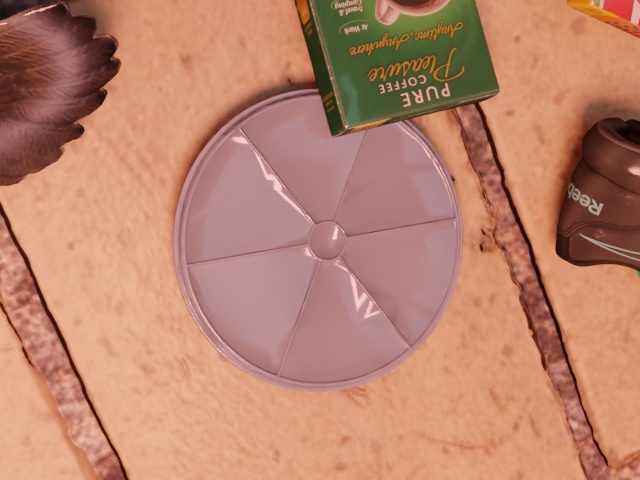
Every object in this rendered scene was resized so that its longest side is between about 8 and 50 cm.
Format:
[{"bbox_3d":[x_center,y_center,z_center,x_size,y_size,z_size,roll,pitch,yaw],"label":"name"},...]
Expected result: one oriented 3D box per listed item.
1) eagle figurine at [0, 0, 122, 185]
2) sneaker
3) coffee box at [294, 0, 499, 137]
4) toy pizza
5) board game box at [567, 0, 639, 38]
[{"bbox_3d":[-0.286,-0.095,0.542,0.298,0.225,0.226,-44,152,-38],"label":"eagle figurine"},{"bbox_3d":[0.290,-0.010,0.754,0.267,0.101,0.106,13,114,-18],"label":"sneaker"},{"bbox_3d":[0.037,-0.167,0.663,0.113,0.040,0.184,-17,90,-16],"label":"coffee box"},{"bbox_3d":[0.000,0.000,0.688,0.201,0.032,0.201,-1,92,-18],"label":"toy pizza"},{"bbox_3d":[0.303,-0.183,0.738,0.260,0.039,0.124,16,96,-28],"label":"board game box"}]
